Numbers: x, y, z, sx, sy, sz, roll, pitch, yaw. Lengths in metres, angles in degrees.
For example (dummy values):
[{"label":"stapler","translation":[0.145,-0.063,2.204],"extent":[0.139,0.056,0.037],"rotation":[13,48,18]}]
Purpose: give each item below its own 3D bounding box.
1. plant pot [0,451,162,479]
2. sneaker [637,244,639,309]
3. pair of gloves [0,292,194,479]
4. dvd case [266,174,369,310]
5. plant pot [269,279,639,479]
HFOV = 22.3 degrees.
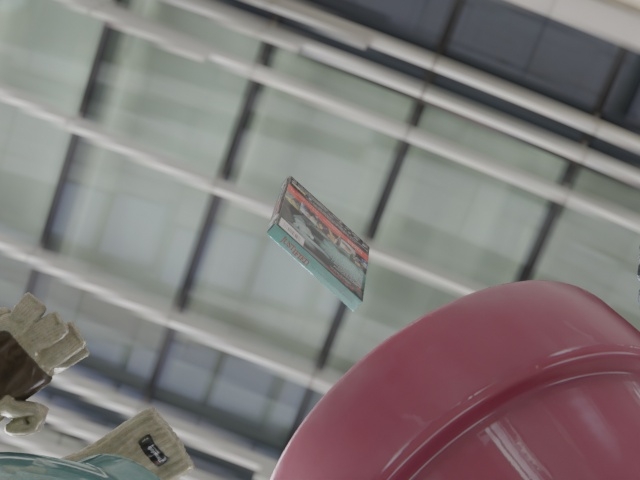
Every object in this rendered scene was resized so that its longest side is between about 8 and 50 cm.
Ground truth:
[{"label":"plant pot","translation":[-0.172,0.248,0.991],"extent":[0.196,0.293,0.293],"rotation":[-26,-131,-39]},{"label":"sneaker","translation":[0.267,0.031,0.861],"extent":[0.122,0.110,0.283],"rotation":[2,-160,-19]},{"label":"pair of gloves","translation":[-0.254,0.173,1.400],"extent":[0.240,0.204,0.042],"rotation":[48,179,-22]},{"label":"dvd case","translation":[0.000,0.000,1.204],"extent":[0.087,0.013,0.119],"rotation":[42,-165,-11]},{"label":"plant pot","translation":[0.099,0.147,0.653],"extent":[0.201,0.201,0.180],"rotation":[2,-148,-37]}]
